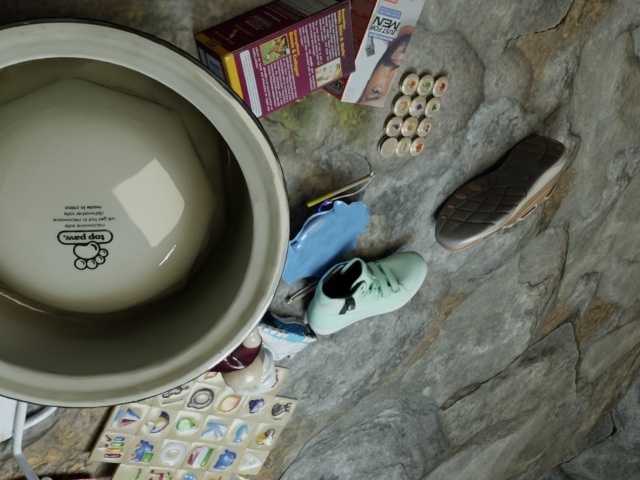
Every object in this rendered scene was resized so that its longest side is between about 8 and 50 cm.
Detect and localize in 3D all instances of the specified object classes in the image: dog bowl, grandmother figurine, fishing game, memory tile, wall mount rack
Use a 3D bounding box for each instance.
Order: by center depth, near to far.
[{"bbox_3d":[-0.243,-0.033,0.777,0.408,0.150,0.408,-5,114,-11],"label":"dog bowl"},{"bbox_3d":[-0.432,0.251,0.897,0.350,0.130,0.304,-21,146,-44],"label":"wall mount rack"},{"bbox_3d":[-0.176,0.154,1.080,0.342,0.208,0.104,43,56,-51],"label":"grandmother figurine"},{"bbox_3d":[0.000,0.000,1.211,0.189,0.041,0.264,-28,150,-26],"label":"fishing game"},{"bbox_3d":[0.155,-0.207,1.221,0.113,0.012,0.148,-5,124,-40],"label":"memory tile"}]

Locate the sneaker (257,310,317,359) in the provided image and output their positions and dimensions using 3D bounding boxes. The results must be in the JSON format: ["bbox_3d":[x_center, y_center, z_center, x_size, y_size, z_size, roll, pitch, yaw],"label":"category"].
[{"bbox_3d":[-0.086,0.170,1.260,0.083,0.071,0.191,-50,141,11],"label":"sneaker"}]

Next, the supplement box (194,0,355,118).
[{"bbox_3d":[-0.053,-0.241,0.947,0.188,0.081,0.104,-30,137,-21],"label":"supplement box"}]

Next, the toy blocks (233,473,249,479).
[{"bbox_3d":[-0.130,0.378,1.394,0.148,0.054,0.123,-50,140,0],"label":"toy blocks"}]

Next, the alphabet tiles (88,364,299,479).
[{"bbox_3d":[-0.206,0.320,1.262,0.342,0.011,0.285,20,103,-39],"label":"alphabet tiles"}]

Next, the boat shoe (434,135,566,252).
[{"bbox_3d":[0.360,-0.072,1.438,0.324,0.123,0.116,-35,141,-14],"label":"boat shoe"}]

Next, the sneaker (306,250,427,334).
[{"bbox_3d":[0.099,0.070,1.296,0.256,0.094,0.151,-27,158,-21],"label":"sneaker"}]

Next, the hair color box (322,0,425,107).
[{"bbox_3d":[0.075,-0.282,1.056,0.093,0.053,0.167,-3,123,-43],"label":"hair color box"}]

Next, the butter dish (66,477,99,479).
[{"bbox_3d":[-0.421,0.464,1.143,0.160,0.118,0.160,14,110,-48],"label":"butter dish"}]
